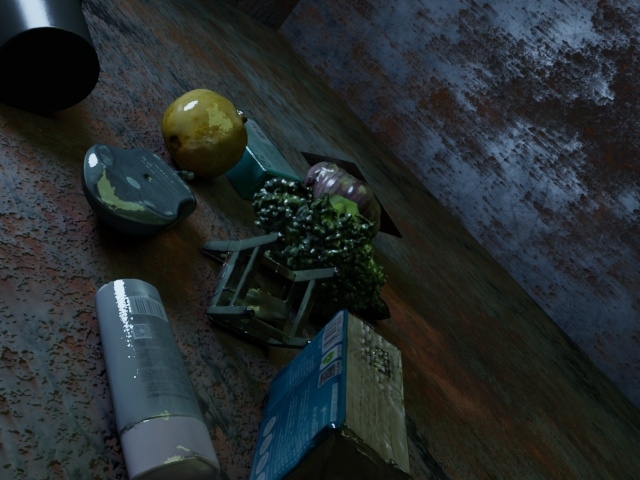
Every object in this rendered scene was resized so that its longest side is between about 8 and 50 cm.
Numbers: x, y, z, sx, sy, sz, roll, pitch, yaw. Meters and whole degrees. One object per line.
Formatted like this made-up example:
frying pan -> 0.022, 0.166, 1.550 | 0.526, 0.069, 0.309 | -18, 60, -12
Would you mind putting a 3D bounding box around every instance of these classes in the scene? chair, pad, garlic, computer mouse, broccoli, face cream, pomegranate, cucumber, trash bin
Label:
chair -> -0.110, 0.086, 1.051 | 0.136, 0.147, 0.270 | 33, -22, -30
pad -> 0.083, -0.118, 1.687 | 0.202, 0.005, 0.300 | 19, -24, 44
garlic -> 0.038, -0.079, 1.595 | 0.245, 0.160, 0.245 | 39, -8, 6
computer mouse -> -0.294, -0.080, 1.086 | 0.167, 0.090, 0.379 | 47, 13, -1
broccoli -> 0.000, 0.000, 1.250 | 0.245, 0.247, 0.288 | -63, 147, -67
face cream -> -0.202, 0.163, 0.761 | 0.107, 0.073, 0.269 | 15, 32, -42
pomegranate -> -0.235, -0.228, 1.354 | 0.196, 0.196, 0.196 | 36, 21, -16
cucumber -> 0.056, 0.102, 1.395 | 0.245, 0.067, 0.067 | 36, 20, -23
trash bin -> -0.521, -0.402, 1.148 | 0.214, 0.214, 0.334 | 12, 40, -54

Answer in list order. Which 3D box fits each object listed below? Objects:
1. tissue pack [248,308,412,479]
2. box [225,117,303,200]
tissue pack -> 0.016, 0.242, 0.828 | 0.134, 0.192, 0.271 | 36, 21, -10
box -> -0.172, -0.201, 1.549 | 0.153, 0.092, 0.245 | 12, 36, -56
